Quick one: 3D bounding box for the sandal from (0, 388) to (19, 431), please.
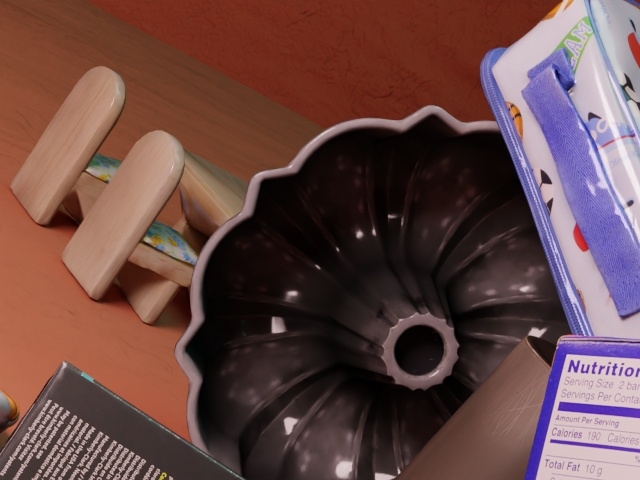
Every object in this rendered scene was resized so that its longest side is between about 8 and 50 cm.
[{"bbox_3d":[-0.212,0.090,0.881,0.102,0.076,0.265,38,-11,5],"label":"sandal"}]

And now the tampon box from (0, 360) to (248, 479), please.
[{"bbox_3d":[-0.088,0.147,0.813,0.161,0.101,0.120,34,-14,-5],"label":"tampon box"}]

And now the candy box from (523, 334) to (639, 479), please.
[{"bbox_3d":[0.197,0.233,0.819,0.122,0.317,0.268,2,-19,47],"label":"candy box"}]

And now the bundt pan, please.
[{"bbox_3d":[0.055,0.066,1.185,0.330,0.331,0.124,33,1,-15],"label":"bundt pan"}]

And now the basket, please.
[{"bbox_3d":[0.110,0.185,1.039,0.204,0.227,0.154,24,15,-47],"label":"basket"}]

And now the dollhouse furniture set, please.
[{"bbox_3d":[0.000,0.000,1.459,0.362,0.256,0.394,28,13,-40],"label":"dollhouse furniture set"}]

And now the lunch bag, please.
[{"bbox_3d":[0.215,-0.010,1.031,0.243,0.115,0.303,14,49,-46],"label":"lunch bag"}]
